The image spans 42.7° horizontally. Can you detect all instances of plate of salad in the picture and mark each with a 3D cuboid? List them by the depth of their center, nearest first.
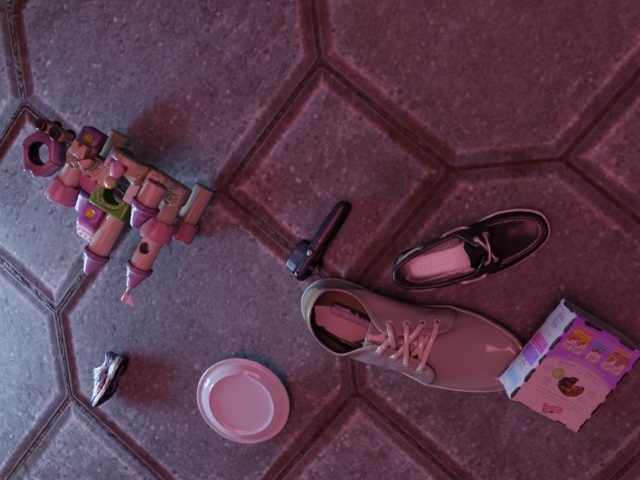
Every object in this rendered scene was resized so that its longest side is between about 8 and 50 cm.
[{"bbox_3d":[-0.160,0.332,1.712,0.200,0.048,0.199,4,109,10],"label":"plate of salad"}]

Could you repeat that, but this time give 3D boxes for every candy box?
[{"bbox_3d":[0.450,0.227,1.478,0.165,0.070,0.196,29,107,-18],"label":"candy box"}]

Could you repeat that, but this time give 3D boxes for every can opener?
[{"bbox_3d":[0.000,0.000,1.606,0.073,0.059,0.186,37,107,8],"label":"can opener"}]

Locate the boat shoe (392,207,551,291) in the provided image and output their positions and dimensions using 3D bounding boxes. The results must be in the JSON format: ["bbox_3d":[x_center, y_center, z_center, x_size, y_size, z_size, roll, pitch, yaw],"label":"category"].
[{"bbox_3d":[0.277,0.026,1.515,0.303,0.091,0.114,-25,92,18],"label":"boat shoe"}]

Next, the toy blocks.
[{"bbox_3d":[-0.419,-0.050,1.585,0.289,0.309,0.260,33,100,9],"label":"toy blocks"}]

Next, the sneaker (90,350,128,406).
[{"bbox_3d":[-0.474,0.302,1.800,0.058,0.052,0.135,33,99,19],"label":"sneaker"}]

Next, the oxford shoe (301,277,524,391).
[{"bbox_3d":[0.166,0.188,1.556,0.450,0.130,0.169,18,99,10],"label":"oxford shoe"}]
